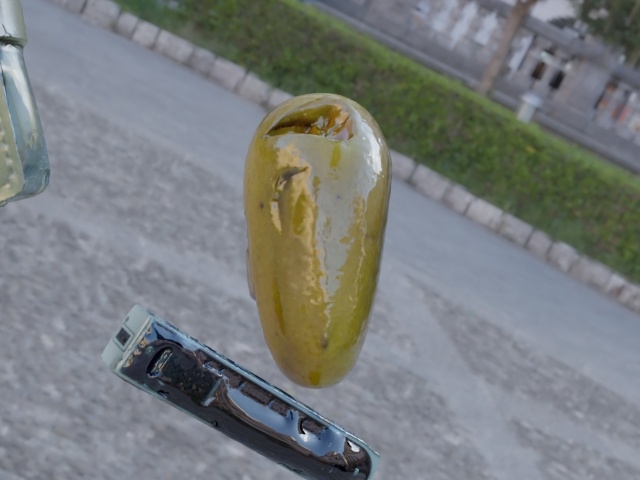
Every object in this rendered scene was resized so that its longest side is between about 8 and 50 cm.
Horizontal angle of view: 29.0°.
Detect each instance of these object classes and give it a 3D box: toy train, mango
[{"bbox_3d":[-0.045,0.110,0.806,0.207,0.043,0.047,35,-3,-28],"label":"toy train"},{"bbox_3d":[0.000,0.000,1.497,0.182,0.365,0.253,-2,-17,-2],"label":"mango"}]

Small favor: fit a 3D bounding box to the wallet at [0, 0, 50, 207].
[{"bbox_3d":[-0.161,-0.081,0.446,0.110,0.155,0.039,-10,5,21],"label":"wallet"}]
